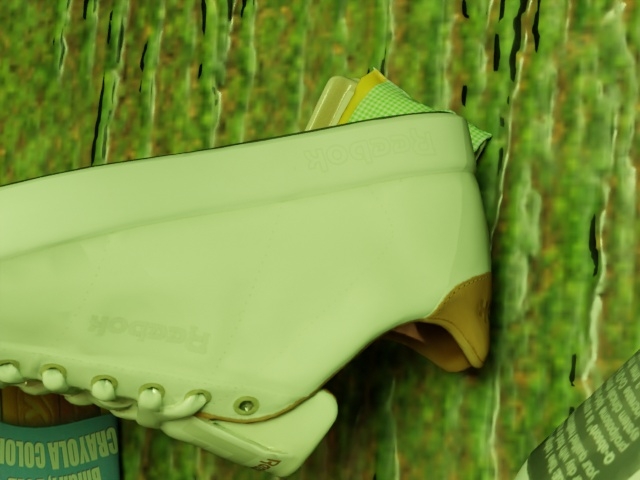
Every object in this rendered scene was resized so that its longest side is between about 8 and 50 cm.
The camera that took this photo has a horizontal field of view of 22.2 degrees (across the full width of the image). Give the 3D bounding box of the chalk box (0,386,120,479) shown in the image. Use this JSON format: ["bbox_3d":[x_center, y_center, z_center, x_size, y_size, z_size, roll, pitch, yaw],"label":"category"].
[{"bbox_3d":[-0.202,0.133,0.696,0.179,0.180,0.289,-12,77,25],"label":"chalk box"}]

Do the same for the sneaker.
[{"bbox_3d":[-0.064,0.036,0.584,0.290,0.106,0.123,-12,87,-18],"label":"sneaker"}]

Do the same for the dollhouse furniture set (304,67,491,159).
[{"bbox_3d":[0.000,0.000,0.683,0.076,0.058,0.151,28,95,27],"label":"dollhouse furniture set"}]

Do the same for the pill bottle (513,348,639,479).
[{"bbox_3d":[0.162,0.092,0.528,0.278,0.162,0.162,-46,65,13],"label":"pill bottle"}]
